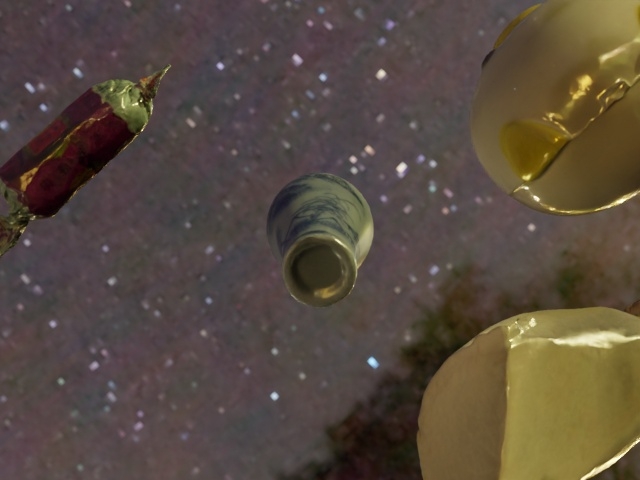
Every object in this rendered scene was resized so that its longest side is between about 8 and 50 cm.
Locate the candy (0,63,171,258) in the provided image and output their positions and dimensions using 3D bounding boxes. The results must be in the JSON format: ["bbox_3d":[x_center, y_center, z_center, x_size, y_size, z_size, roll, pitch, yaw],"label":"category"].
[{"bbox_3d":[-0.164,-0.057,0.863,0.175,0.045,0.043,-44,-51,-3],"label":"candy"}]

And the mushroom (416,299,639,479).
[{"bbox_3d":[0.218,0.128,1.158,0.137,0.154,0.407,-26,-7,38],"label":"mushroom"}]

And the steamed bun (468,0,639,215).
[{"bbox_3d":[0.393,-0.206,1.915,0.374,0.334,0.334,-45,-27,4],"label":"steamed bun"}]

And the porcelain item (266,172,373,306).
[{"bbox_3d":[0.000,0.000,1.644,0.141,0.141,0.259,-52,12,13],"label":"porcelain item"}]
